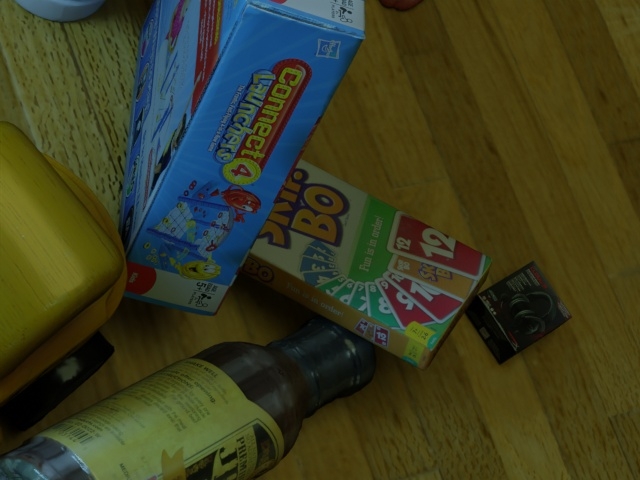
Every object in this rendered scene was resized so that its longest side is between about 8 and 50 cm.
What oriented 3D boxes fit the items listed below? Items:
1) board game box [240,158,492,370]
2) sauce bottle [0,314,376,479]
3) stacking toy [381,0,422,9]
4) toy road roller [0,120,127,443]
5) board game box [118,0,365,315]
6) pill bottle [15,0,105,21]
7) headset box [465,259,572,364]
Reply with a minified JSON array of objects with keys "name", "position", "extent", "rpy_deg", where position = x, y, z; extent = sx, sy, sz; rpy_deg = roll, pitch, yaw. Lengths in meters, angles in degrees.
[{"name":"board game box","position":[0.000,0.000,1.561],"extent":[0.259,0.039,0.124],"rpy_deg":[26,46,13]},{"name":"sauce bottle","position":[-0.091,0.142,1.445],"extent":[0.344,0.111,0.111],"rpy_deg":[-27,81,-41]},{"name":"stacking toy","position":[-0.002,-0.338,1.719],"extent":[0.309,0.130,0.279],"rpy_deg":[41,55,-4]},{"name":"toy road roller","position":[-0.278,0.055,1.317],"extent":[0.202,0.240,0.329],"rpy_deg":[50,55,2]},{"name":"board game box","position":[-0.063,-0.155,1.448],"extent":[0.086,0.302,0.308],"rpy_deg":[16,44,-15]},{"name":"pill bottle","position":[-0.180,-0.275,1.535],"extent":[0.131,0.229,0.131],"rpy_deg":[11,62,-22]},{"name":"headset box","position":[0.175,0.061,1.677],"extent":[0.083,0.032,0.062],"rpy_deg":[-28,81,-33]}]
